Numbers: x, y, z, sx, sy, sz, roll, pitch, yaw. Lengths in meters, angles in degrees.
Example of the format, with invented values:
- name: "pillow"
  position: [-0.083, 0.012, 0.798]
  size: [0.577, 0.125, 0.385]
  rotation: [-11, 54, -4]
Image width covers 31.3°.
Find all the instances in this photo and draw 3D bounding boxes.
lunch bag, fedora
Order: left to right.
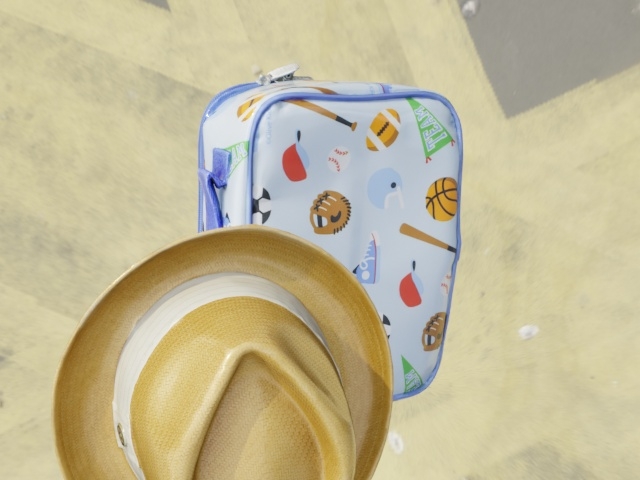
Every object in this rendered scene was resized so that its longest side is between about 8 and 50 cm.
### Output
- name: "fedora"
  position: [-0.037, 0.093, 0.560]
  size: [0.194, 0.079, 0.194]
  rotation: [-5, 106, -18]
- name: "lunch bag"
  position: [0.000, 0.000, 0.991]
  size: [0.243, 0.115, 0.304]
  rotation: [-6, 103, -31]
